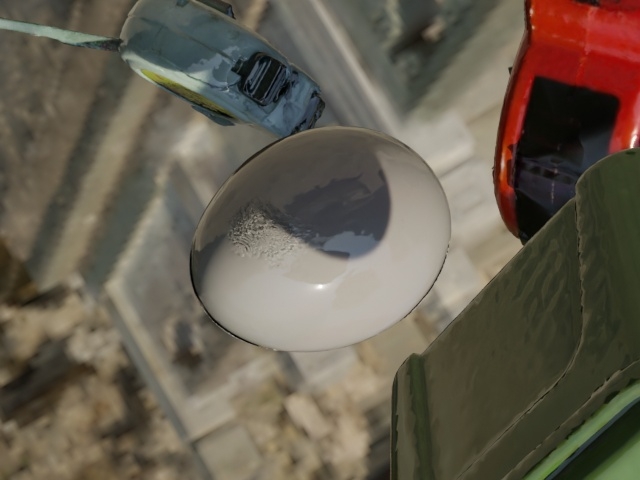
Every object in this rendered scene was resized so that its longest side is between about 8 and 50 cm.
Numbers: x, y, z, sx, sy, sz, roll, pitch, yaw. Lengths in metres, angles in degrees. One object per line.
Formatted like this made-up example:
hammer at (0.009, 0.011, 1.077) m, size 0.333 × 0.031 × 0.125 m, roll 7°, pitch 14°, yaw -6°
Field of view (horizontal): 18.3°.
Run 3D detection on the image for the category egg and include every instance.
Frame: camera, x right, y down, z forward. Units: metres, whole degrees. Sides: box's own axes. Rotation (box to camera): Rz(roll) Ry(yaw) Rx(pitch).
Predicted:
egg at (0.000, 0.000, 1.323) m, size 0.198 × 0.146 × 0.146 m, roll -23°, pitch 168°, yaw -34°

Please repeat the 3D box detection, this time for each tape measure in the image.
tape measure at (0.215, -0.107, 1.389) m, size 0.253 × 0.114 × 0.260 m, roll -31°, pitch 134°, yaw -58°
tape measure at (-0.160, -0.181, 1.673) m, size 0.084 × 0.330 × 0.164 m, roll -61°, pitch 159°, yaw -10°

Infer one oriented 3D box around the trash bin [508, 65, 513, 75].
trash bin at (0.197, -0.108, 1.670) m, size 0.043 × 0.092 × 0.061 m, roll -4°, pitch -171°, yaw 43°

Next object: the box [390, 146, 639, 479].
box at (0.196, 0.111, 0.886) m, size 0.328 × 0.178 × 0.253 m, roll 21°, pitch 132°, yaw -27°
